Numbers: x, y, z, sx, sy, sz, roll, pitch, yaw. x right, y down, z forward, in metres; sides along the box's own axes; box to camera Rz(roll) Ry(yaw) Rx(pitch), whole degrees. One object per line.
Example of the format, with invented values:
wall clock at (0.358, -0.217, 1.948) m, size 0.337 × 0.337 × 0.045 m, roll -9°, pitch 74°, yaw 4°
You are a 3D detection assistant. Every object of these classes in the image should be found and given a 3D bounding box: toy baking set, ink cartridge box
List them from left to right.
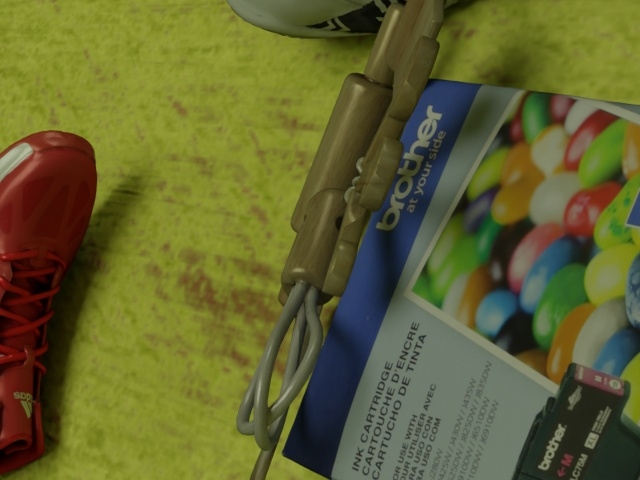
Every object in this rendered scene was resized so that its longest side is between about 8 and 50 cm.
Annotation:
toy baking set at (0.001, -0.003, 0.737) m, size 0.197 × 0.030 × 0.256 m, roll -75°, pitch 6°, yaw -72°
ink cartridge box at (0.092, 0.036, 0.657) m, size 0.311 × 0.065 × 0.186 m, roll 16°, pitch 83°, yaw 56°

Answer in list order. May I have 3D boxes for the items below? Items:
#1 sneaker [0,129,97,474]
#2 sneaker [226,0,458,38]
sneaker at (-0.175, 0.052, 0.984) m, size 0.128 × 0.087 × 0.221 m, roll 53°, pitch 126°, yaw 41°
sneaker at (0.035, -0.218, 0.723) m, size 0.365 × 0.210 × 0.137 m, roll -28°, pitch 63°, yaw 38°
